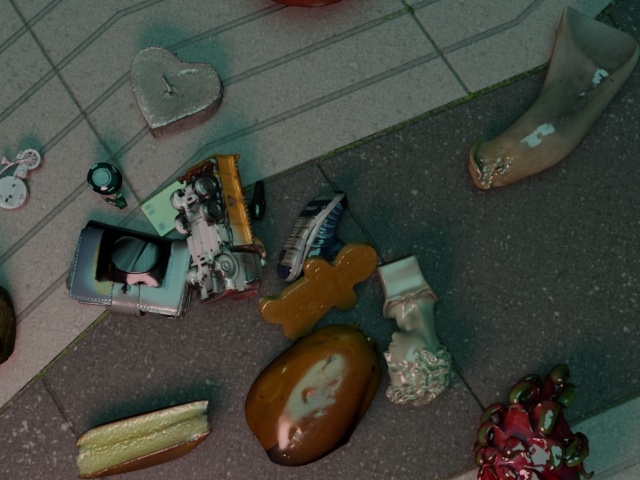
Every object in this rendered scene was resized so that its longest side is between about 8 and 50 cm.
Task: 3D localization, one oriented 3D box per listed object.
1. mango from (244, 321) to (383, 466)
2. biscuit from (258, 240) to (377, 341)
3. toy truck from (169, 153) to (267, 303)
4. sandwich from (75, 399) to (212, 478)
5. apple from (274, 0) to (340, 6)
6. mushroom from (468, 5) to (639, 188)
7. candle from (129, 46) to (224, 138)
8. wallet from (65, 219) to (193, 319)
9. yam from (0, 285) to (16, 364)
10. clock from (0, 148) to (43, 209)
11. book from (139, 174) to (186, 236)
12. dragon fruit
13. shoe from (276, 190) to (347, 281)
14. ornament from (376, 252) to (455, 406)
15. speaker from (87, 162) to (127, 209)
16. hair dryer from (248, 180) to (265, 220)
[{"bbox_3d":[-0.006,0.275,1.716,0.201,0.152,0.287,39,84,-4],"label":"mango"},{"bbox_3d":[0.004,0.086,1.757,0.240,0.158,0.035,-39,42,1],"label":"biscuit"},{"bbox_3d":[-0.191,-0.021,1.769,0.114,0.135,0.271,-23,75,41],"label":"toy truck"},{"bbox_3d":[-0.316,0.362,1.728,0.257,0.096,0.094,-15,74,-1],"label":"sandwich"},{"bbox_3d":[-0.024,-0.621,1.812,0.348,0.277,0.349,0,80,0],"label":"apple"},{"bbox_3d":[0.443,-0.247,1.826,0.177,0.126,0.397,33,82,15],"label":"mushroom"},{"bbox_3d":[-0.293,-0.282,1.855,0.192,0.068,0.169,23,77,5],"label":"candle"},{"bbox_3d":[-0.354,0.057,1.793,0.230,0.069,0.170,11,79,5],"label":"wallet"},{"bbox_3d":[-0.713,0.140,1.719,0.299,0.195,0.195,9,80,2],"label":"yam"},{"bbox_3d":[-0.594,-0.125,1.839,0.087,0.041,0.129,28,86,1],"label":"clock"},{"bbox_3d":[-0.286,-0.067,1.844,0.111,0.014,0.077,-35,83,-6],"label":"book"},{"bbox_3d":[0.371,0.359,1.689,0.198,0.218,0.273,7,71,-37],"label":"dragon fruit"},{"bbox_3d":[0.000,0.000,1.804,0.106,0.091,0.207,29,79,-24],"label":"shoe"},{"bbox_3d":[0.175,0.162,1.753,0.130,0.120,0.285,-5,78,5],"label":"ornament"},{"bbox_3d":[-0.410,-0.101,1.820,0.060,0.075,0.095,-14,89,-3],"label":"speaker"},{"bbox_3d":[-0.148,-0.077,1.843,0.083,0.031,0.079,-2,69,7],"label":"hair dryer"}]
